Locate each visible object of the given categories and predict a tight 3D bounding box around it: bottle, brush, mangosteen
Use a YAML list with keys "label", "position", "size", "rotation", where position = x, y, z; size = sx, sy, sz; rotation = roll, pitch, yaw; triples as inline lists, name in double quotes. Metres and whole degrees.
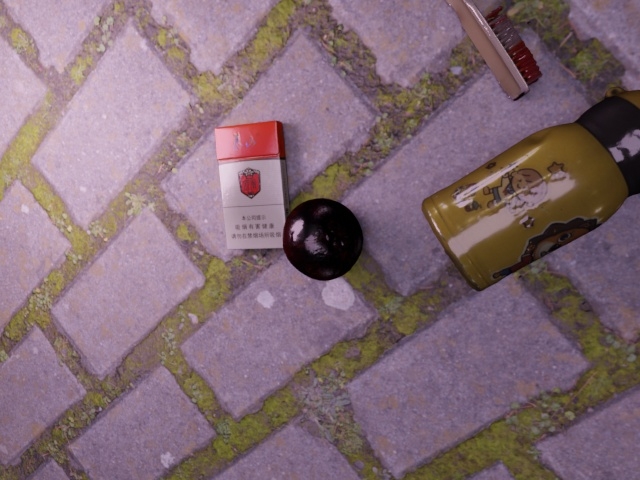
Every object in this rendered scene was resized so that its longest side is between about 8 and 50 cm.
- label: "bottle"
  position: [0.341, -0.078, 0.627]
  size: [0.351, 0.171, 0.171]
  rotation: [-33, 89, 20]
- label: "brush"
  position: [0.242, -0.368, 0.671]
  size: [0.050, 0.060, 0.321]
  rotation: [-34, 88, 7]
- label: "mangosteen"
  position: [0.000, 0.000, 0.772]
  size: [0.153, 0.152, 0.152]
  rotation: [3, 100, 17]

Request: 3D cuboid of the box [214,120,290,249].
- label: "box"
  position: [-0.131, -0.104, 0.842]
  size: [0.139, 0.035, 0.245]
  rotation: [-1, 100, 18]
